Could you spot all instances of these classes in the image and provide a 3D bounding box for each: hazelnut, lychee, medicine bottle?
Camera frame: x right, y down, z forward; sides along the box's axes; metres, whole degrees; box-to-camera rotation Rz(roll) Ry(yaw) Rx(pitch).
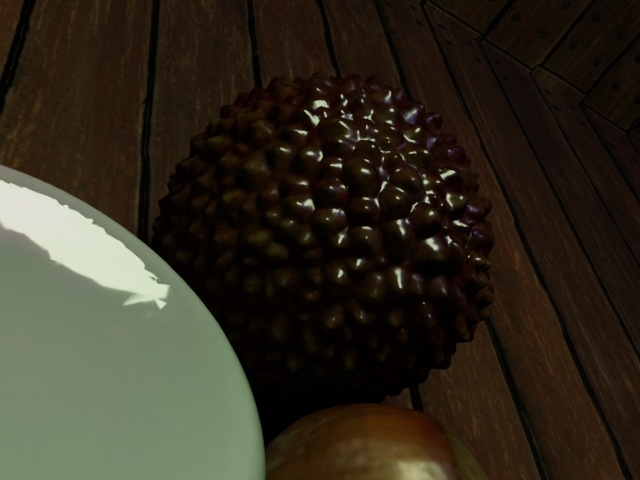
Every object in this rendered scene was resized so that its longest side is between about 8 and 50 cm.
[{"bbox_3d":[0.034,0.213,0.754,0.214,0.176,0.214,3,25,-1],"label":"hazelnut"},{"bbox_3d":[0.000,0.000,0.909,0.306,0.330,0.306,9,61,-16],"label":"lychee"},{"bbox_3d":[-0.191,0.139,0.435,0.241,0.302,0.241,29,29,-18],"label":"medicine bottle"}]
